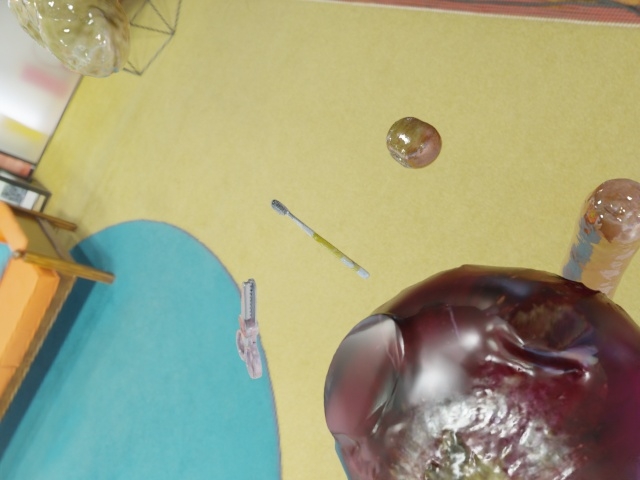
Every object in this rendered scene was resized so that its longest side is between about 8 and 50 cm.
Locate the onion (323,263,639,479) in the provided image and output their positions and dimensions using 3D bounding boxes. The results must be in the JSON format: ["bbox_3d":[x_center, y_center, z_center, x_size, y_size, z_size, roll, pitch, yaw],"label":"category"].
[{"bbox_3d":[0.244,0.216,0.708,0.399,0.420,0.397,-3,85,41],"label":"onion"}]

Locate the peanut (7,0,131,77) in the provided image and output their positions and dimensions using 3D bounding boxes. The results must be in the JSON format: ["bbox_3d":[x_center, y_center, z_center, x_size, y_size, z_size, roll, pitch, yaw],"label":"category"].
[{"bbox_3d":[-0.370,-0.338,0.831,0.306,0.147,0.146,36,98,42],"label":"peanut"}]

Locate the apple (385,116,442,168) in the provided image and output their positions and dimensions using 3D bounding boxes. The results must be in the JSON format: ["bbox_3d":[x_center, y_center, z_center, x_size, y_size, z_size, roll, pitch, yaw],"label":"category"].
[{"bbox_3d":[0.208,-0.214,1.253,0.126,0.126,0.102,34,89,43],"label":"apple"}]

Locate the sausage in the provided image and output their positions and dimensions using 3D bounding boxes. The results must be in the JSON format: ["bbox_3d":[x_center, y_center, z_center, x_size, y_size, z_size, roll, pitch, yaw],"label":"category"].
[{"bbox_3d":[0.417,0.048,0.860,0.094,0.418,0.094,30,69,28],"label":"sausage"}]

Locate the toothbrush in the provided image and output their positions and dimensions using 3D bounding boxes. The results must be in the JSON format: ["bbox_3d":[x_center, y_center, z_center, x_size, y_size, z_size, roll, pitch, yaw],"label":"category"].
[{"bbox_3d":[0.000,0.000,1.293,0.021,0.288,0.024,-48,9,24],"label":"toothbrush"}]

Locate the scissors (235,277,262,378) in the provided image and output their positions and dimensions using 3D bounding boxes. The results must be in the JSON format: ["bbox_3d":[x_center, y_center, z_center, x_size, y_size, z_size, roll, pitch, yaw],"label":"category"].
[{"bbox_3d":[-0.150,0.180,1.177,0.118,0.031,0.242,51,144,45],"label":"scissors"}]
